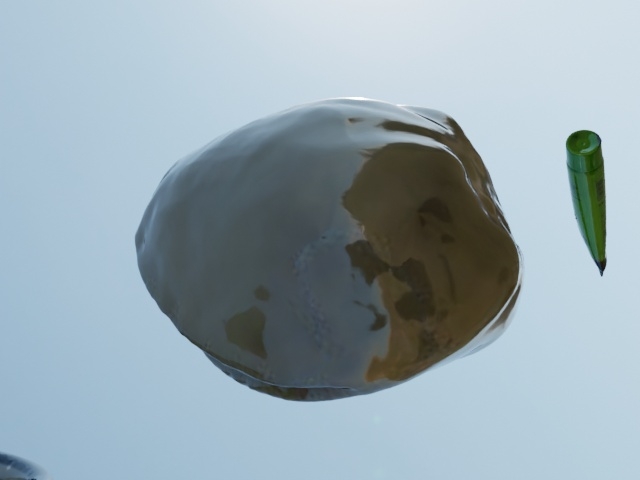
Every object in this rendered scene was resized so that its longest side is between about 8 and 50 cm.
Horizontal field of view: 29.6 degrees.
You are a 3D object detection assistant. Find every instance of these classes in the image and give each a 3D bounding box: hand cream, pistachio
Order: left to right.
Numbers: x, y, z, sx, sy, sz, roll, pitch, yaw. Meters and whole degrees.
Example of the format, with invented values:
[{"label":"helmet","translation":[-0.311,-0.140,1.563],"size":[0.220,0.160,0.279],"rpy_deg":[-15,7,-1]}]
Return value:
[{"label":"pistachio","translation":[0.000,0.000,0.572],"size":[0.126,0.223,0.152],"rpy_deg":[48,-112,-37]},{"label":"hand cream","translation":[0.175,-0.025,0.785],"size":[0.122,0.023,0.036],"rpy_deg":[67,-172,-51]}]

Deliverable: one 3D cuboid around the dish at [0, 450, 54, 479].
[{"label":"dish","translation":[-0.287,0.180,0.637],"size":[0.303,0.303,0.120],"rpy_deg":[3,-92,-54]}]
